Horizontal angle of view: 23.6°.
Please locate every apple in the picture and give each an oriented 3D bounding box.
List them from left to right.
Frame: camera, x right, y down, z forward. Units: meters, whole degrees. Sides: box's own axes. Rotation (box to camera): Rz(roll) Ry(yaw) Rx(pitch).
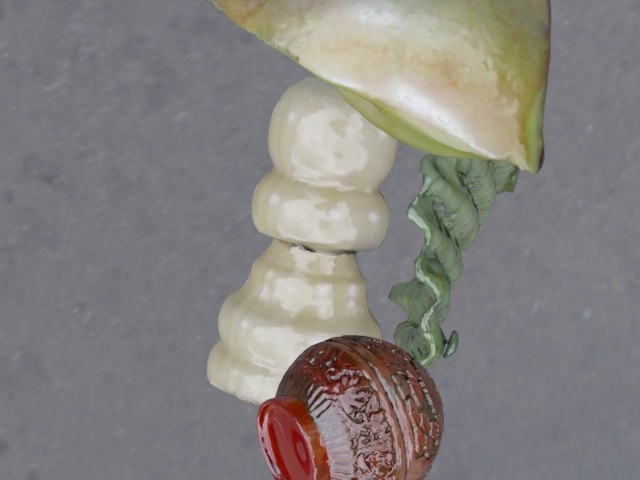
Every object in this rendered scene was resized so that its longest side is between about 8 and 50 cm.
[{"bbox_3d":[0.026,-0.142,0.848,0.193,0.265,0.120,20,106,-14],"label":"apple"}]

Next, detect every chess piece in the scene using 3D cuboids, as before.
[{"bbox_3d":[0.000,0.000,1.211,0.142,0.143,0.261,14,101,12],"label":"chess piece"}]

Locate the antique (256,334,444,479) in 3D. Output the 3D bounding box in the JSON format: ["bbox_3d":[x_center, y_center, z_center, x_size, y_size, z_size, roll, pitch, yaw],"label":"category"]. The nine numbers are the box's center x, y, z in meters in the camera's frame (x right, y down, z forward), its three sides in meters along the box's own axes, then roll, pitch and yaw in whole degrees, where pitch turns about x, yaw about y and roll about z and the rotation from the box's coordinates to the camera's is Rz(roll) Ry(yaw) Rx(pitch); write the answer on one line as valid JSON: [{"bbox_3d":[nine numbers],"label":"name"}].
[{"bbox_3d":[0.021,0.101,0.843,0.104,0.104,0.104,4,105,15],"label":"antique"}]

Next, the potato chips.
[{"bbox_3d":[0.124,0.026,1.601,0.097,0.373,0.389,20,149,5],"label":"potato chips"}]
